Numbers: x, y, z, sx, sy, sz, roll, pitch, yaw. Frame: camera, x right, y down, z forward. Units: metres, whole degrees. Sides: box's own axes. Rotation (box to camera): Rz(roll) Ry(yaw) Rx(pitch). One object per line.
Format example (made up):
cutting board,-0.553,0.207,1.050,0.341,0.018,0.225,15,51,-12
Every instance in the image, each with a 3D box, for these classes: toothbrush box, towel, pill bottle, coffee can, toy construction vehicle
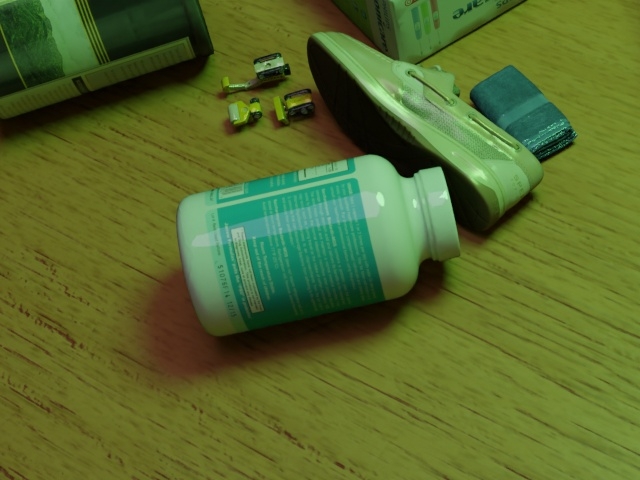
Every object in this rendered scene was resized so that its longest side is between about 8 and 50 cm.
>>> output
toothbrush box,0.097,-0.364,1.624,0.206,0.122,0.283,-31,55,-11
towel,0.217,-0.135,1.482,0.067,0.029,0.119,-29,54,-10
pill bottle,0.000,0.000,1.354,0.264,0.146,0.146,-12,52,4
coffee can,-0.283,-0.269,1.585,0.275,0.201,0.201,-19,52,-1
toy construction vehicle,-0.060,-0.165,1.568,0.098,0.035,0.086,-18,63,2

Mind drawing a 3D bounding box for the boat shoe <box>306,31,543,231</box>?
boat shoe,0.105,-0.133,1.462,0.098,0.109,0.302,-36,60,-21
